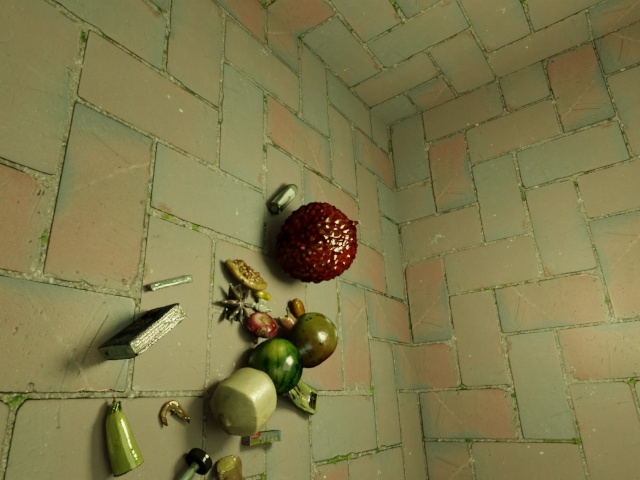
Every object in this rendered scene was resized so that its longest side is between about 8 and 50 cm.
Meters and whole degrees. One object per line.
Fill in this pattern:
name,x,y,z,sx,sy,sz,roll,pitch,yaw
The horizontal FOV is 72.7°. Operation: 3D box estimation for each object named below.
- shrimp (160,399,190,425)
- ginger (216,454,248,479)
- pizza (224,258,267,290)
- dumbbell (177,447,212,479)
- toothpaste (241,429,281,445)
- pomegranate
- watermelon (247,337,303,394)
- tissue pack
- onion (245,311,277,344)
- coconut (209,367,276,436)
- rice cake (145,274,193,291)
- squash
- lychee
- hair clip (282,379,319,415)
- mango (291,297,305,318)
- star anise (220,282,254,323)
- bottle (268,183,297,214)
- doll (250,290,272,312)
shrimp,-0.519,0.633,1.559,0.127,0.025,0.091,51,39,-25
ginger,-0.331,0.934,1.673,0.137,0.074,0.213,-45,120,-54
pizza,-0.333,0.157,1.978,0.246,0.058,0.127,47,16,-22
dumbbell,-0.466,0.818,1.490,0.191,0.100,0.100,-41,111,-55
toothpaste,-0.241,0.837,1.848,0.193,0.070,0.044,22,60,-51
pomegranate,-0.078,0.454,2.110,0.323,0.291,0.291,45,32,11
watermelon,-0.195,0.548,1.890,0.242,0.242,0.242,29,53,-48
tissue pack,-0.590,0.305,1.459,0.235,0.173,0.073,-44,114,-53
onion,-0.276,0.408,1.969,0.150,0.140,0.150,23,21,-9
coconut,-0.307,0.632,1.683,0.247,0.245,0.245,-22,95,-57
rice cake,-0.575,0.164,1.673,0.207,0.033,0.033,-11,87,-57
squash,-0.626,0.608,1.366,0.094,0.094,0.224,-4,73,-57
lychee,0.000,0.000,2.244,0.500,0.424,0.425,-34,107,-27
hair clip,-0.109,0.735,2.082,0.321,0.091,0.138,57,26,-44
mango,-0.118,0.359,2.251,0.077,0.063,0.127,-37,112,-61
star anise,-0.370,0.272,1.904,0.181,0.061,0.205,52,38,-38
bottle,-0.199,-0.224,2.375,0.254,0.079,0.096,-58,162,-49
doll,-0.269,0.298,2.053,0.135,0.071,0.113,56,44,-33
